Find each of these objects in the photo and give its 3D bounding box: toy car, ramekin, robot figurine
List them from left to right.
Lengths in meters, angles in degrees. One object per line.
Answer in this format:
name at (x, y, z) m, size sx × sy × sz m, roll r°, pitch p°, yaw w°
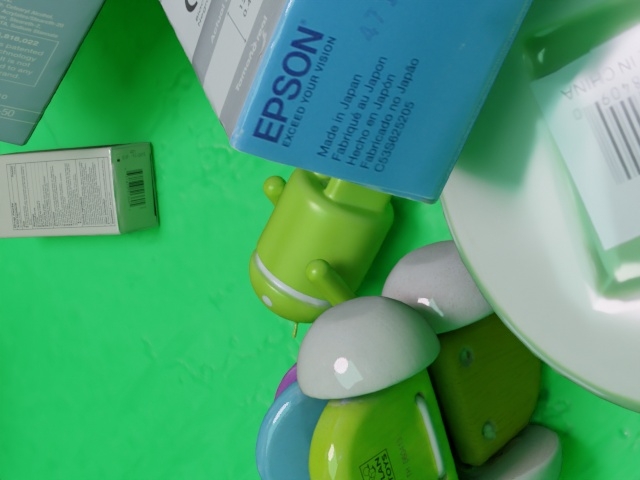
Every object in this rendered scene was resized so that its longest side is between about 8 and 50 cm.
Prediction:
robot figurine at (0.000, 0.000, 0.964) m, size 0.115 × 0.067 × 0.101 m, roll -62°, pitch 36°, yaw 26°
toy car at (0.038, 0.095, 0.887) m, size 0.136 × 0.182 × 0.159 m, roll -4°, pitch 110°, yaw 41°
ramekin at (0.197, -0.058, 0.762) m, size 0.303 × 0.148 × 0.303 m, roll 6°, pitch 101°, yaw 35°

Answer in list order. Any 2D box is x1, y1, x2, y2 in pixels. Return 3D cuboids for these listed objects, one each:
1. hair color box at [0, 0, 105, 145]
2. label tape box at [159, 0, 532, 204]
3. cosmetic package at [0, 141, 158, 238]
hair color box at (-0.152, -0.236, 0.899) m, size 0.374 × 0.113 × 0.185 m, roll 131°, pitch 145°, yaw -50°
label tape box at (0.006, -0.212, 0.795) m, size 0.249 × 0.115 × 0.348 m, roll -66°, pitch 28°, yaw 22°
cosmetic package at (-0.167, -0.033, 1.095) m, size 0.115 × 0.041 × 0.060 m, roll 0°, pitch 98°, yaw 36°
